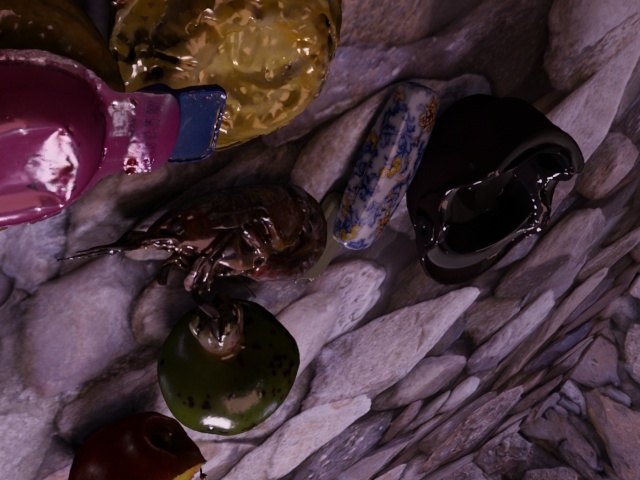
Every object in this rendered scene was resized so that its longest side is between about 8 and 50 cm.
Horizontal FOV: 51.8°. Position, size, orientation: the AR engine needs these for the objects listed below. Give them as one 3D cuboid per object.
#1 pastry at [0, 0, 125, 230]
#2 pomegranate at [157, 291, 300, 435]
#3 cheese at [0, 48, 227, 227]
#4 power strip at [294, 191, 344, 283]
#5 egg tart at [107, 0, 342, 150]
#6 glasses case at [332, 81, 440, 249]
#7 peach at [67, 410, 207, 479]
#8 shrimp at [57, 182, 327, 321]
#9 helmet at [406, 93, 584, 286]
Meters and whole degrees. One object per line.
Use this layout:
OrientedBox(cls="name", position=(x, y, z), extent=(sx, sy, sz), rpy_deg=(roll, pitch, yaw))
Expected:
OrientedBox(cls="pastry", position=(-0.270, -0.105, 0.498), extent=(0.235, 0.132, 0.240), rpy_deg=(-27, 145, -22))
OrientedBox(cls="pomegranate", position=(-0.129, 0.159, 0.912), extent=(0.202, 0.202, 0.248), rpy_deg=(-25, 148, -22))
OrientedBox(cls="cheese", position=(-0.179, -0.071, 0.462), extent=(0.244, 0.062, 0.155), rpy_deg=(-15, 146, -33))
OrientedBox(cls="power strip", position=(0.000, 0.000, 1.002), extent=(0.076, 0.028, 0.169), rpy_deg=(5, 125, -49))
OrientedBox(cls="egg tart", position=(-0.075, -0.186, 0.637), extent=(0.278, 0.095, 0.279), rpy_deg=(-28, 146, -21))
OrientedBox(cls="glasses case", position=(0.091, -0.100, 0.921), extent=(0.086, 0.065, 0.248), rpy_deg=(-4, 123, -50))
OrientedBox(cls="peach", position=(-0.313, 0.376, 1.027), extent=(0.158, 0.154, 0.267), rpy_deg=(-7, 142, -42))
OrientedBox(cls="shrimp", position=(-0.132, 0.008, 0.798), extent=(0.342, 0.116, 0.145), rpy_deg=(-8, 113, -36))
OrientedBox(cls="helmet", position=(0.228, -0.089, 0.991), extent=(0.224, 0.177, 0.305), rpy_deg=(-6, 142, -33))
